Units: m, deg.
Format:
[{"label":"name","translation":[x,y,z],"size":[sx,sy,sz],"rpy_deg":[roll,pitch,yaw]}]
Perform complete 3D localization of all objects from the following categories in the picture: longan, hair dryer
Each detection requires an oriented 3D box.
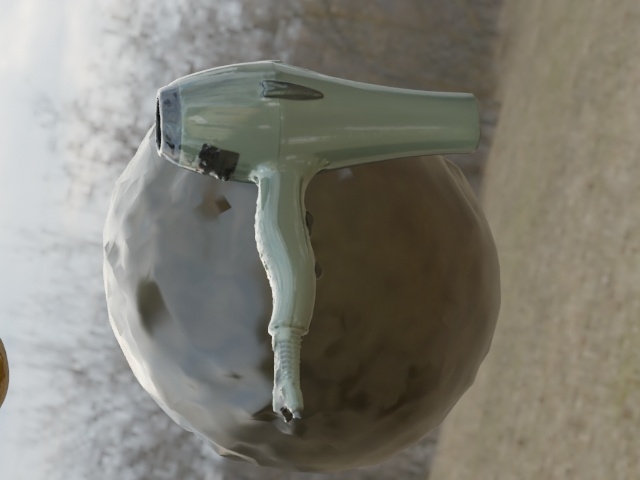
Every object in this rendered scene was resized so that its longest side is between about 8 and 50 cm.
[{"label":"longan","translation":[-0.017,0.039,1.682],"size":[0.436,0.404,0.404],"rpy_deg":[24,-100,-69]},{"label":"hair dryer","translation":[0.028,-0.021,1.147],"size":[0.092,0.229,0.267],"rpy_deg":[110,139,-61]}]

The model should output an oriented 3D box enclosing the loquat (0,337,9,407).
[{"label":"loquat","translation":[-0.363,0.122,1.565],"size":[0.141,0.141,0.141],"rpy_deg":[14,-90,-90]}]
